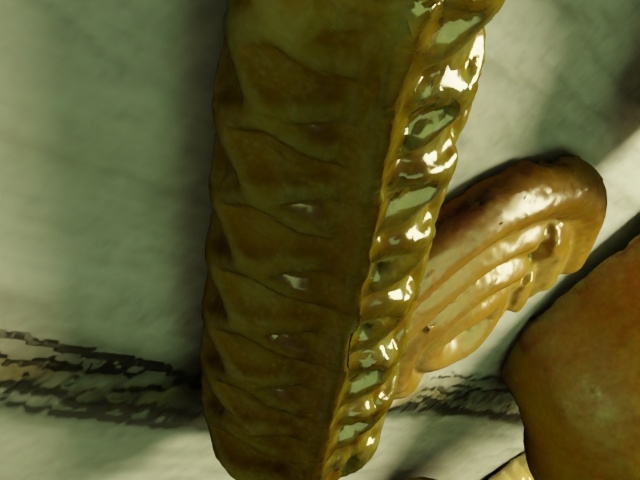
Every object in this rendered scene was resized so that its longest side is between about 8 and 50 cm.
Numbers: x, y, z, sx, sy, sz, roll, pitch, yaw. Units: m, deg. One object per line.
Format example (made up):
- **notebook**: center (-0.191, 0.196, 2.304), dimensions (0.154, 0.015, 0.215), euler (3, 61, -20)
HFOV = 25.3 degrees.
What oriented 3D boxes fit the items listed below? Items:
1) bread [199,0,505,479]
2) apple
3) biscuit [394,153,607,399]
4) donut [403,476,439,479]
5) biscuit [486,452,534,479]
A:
- **bread**: center (0.001, 0.001, 0.538), dimensions (0.084, 0.077, 0.368), euler (-32, 155, -25)
- **apple**: center (0.290, 0.060, 0.993), dimensions (0.346, 0.179, 0.254), euler (-33, 119, -19)
- **biscuit**: center (0.077, 0.020, 0.744), dimensions (0.224, 0.033, 0.144), euler (-31, 154, -26)
- **donut**: center (0.036, 0.276, 1.020), dimensions (0.277, 0.108, 0.278), euler (-34, 154, -19)
- **biscuit**: center (0.141, 0.268, 1.265), dimensions (0.160, 0.030, 0.250), euler (-25, 151, -34)
